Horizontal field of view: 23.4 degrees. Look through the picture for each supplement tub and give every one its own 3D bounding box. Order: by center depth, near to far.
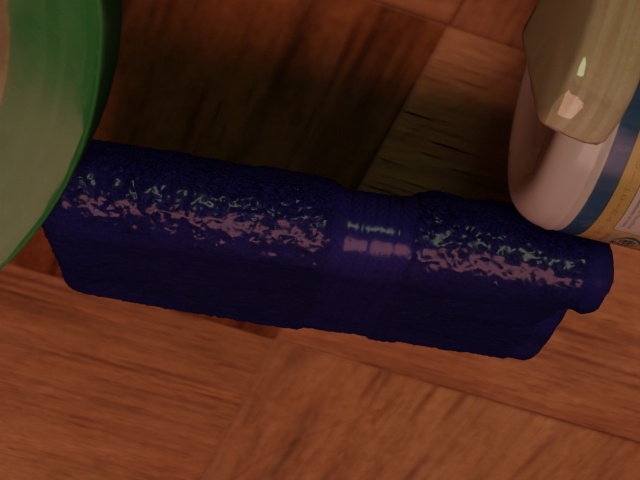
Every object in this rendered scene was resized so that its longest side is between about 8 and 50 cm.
[{"bbox_3d":[0.207,-0.056,0.770,0.199,0.144,0.144,14,142,-5],"label":"supplement tub"}]

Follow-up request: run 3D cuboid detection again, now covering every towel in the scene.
[{"bbox_3d":[0.000,0.000,0.899,0.308,0.076,0.227,8,165,-3],"label":"towel"}]

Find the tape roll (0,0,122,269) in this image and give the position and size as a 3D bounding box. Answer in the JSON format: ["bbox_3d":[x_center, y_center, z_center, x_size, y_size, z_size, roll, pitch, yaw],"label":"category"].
[{"bbox_3d":[-0.256,-0.111,0.718,0.321,0.077,0.321,0,108,1],"label":"tape roll"}]

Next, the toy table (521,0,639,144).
[{"bbox_3d":[0.125,-0.164,0.593,0.274,0.252,0.161,27,124,-5],"label":"toy table"}]
